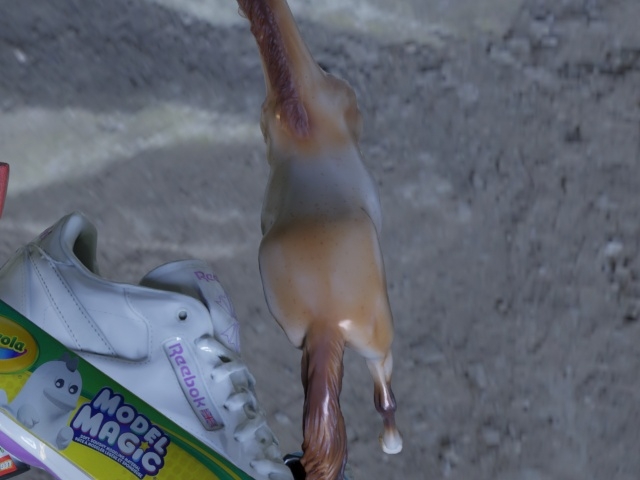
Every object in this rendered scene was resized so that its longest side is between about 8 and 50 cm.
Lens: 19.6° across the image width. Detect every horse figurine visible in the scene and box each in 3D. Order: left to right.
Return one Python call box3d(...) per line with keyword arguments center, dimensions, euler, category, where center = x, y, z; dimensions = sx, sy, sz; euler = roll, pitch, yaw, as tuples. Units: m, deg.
box3d(center=(0.000, 0.000, 0.904), dimensions=(0.066, 0.174, 0.263), euler=(-7, 61, 6), category="horse figurine")

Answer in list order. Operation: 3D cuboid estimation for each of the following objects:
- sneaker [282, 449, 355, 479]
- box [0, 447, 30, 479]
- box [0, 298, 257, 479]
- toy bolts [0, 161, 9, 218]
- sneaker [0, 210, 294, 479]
box3d(center=(0.014, 0.260, 1.805), dimensions=(0.162, 0.073, 0.063), euler=(39, 109, 41), category="sneaker")
box3d(center=(-0.272, 0.089, 1.481), dimensions=(0.036, 0.114, 0.207), euler=(-21, 30, 2), category="box")
box3d(center=(-0.076, 0.091, 0.779), dimensions=(0.179, 0.105, 0.043), euler=(36, 81, 14), category="box")
box3d(center=(-0.412, 0.019, 1.807), dimensions=(0.158, 0.218, 0.228), euler=(13, 103, 1), category="toy bolts")
box3d(center=(-0.074, 0.098, 1.014), dimensions=(0.305, 0.114, 0.152), euler=(37, 85, 18), category="sneaker")
